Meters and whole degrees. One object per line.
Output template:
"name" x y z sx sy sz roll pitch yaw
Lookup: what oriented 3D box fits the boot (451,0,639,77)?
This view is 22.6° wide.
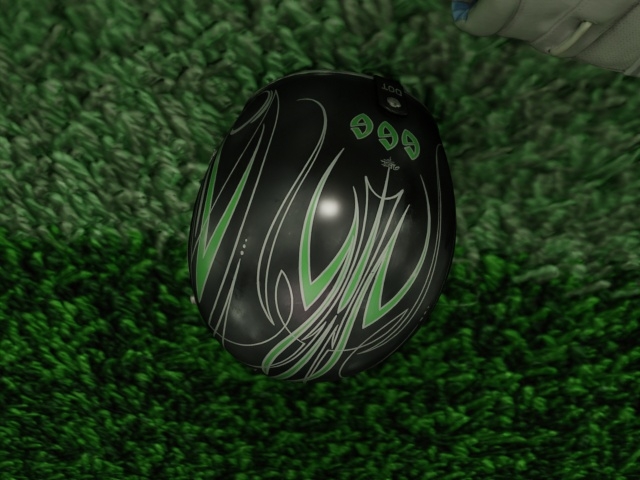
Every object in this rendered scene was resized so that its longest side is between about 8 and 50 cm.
"boot" 0.133 -0.152 0.687 0.123 0.095 0.258 7 153 -8

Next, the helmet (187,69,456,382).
"helmet" 0.000 0.000 0.940 0.169 0.161 0.169 8 152 4
